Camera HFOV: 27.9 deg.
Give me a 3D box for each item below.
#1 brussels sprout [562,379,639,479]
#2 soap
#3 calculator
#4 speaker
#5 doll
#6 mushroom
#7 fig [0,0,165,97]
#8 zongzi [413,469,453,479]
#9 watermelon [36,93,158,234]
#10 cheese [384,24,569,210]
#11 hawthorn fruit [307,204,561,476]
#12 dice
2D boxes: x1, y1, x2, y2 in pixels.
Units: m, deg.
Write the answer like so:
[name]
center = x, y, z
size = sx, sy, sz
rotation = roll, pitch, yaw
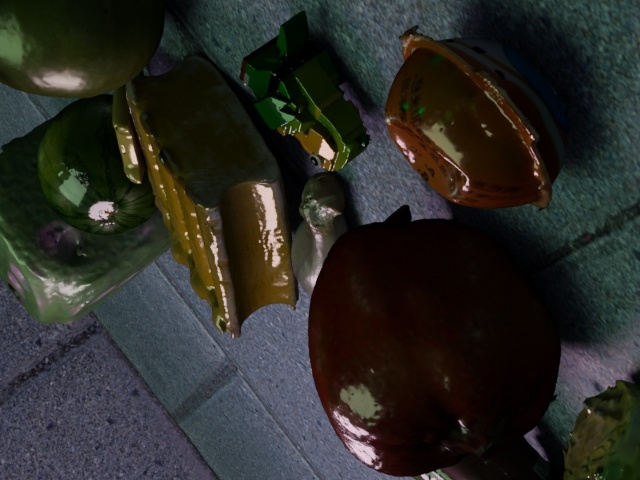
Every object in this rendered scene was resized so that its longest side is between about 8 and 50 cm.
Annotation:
[brussels sprout]
center = 0.341, 0.236, 1.400
size = 0.122, 0.151, 0.149
rotation = 28, 137, -14
[soap]
center = -0.160, -0.065, 1.922
size = 0.335, 0.156, 0.293
rotation = 82, 161, -53
[calculator]
center = -0.296, -0.209, 2.031
size = 0.236, 0.033, 0.157
rotation = -90, -5, -45
[speaker]
center = 0.229, 0.293, 1.647
size = 0.329, 0.198, 0.259
rotation = 46, -179, 4
[doll]
center = -0.013, -0.170, 1.543
size = 0.186, 0.106, 0.134
rotation = 57, 149, -10
[mushroom]
center = 0.000, 0.000, 1.814
size = 0.225, 0.093, 0.116
rotation = 84, 166, -63
[fig]
center = -0.365, -0.359, 1.781
size = 0.316, 0.316, 0.316
rotation = 45, 158, 23
[zongzi]
center = 0.176, 0.248, 1.850
size = 0.221, 0.112, 0.242
rotation = 26, 122, 34
[watermelon]
center = -0.367, -0.130, 2.204
size = 0.242, 0.242, 0.242
rotation = 45, 158, 23
[cheese]
center = 0.140, -0.110, 1.274
size = 0.217, 0.129, 0.329
rotation = 51, 172, -1
[hawthorn fruit]
center = 0.115, 0.119, 1.474
size = 0.311, 0.295, 0.295
rotation = 44, 158, 17
[dice]
center = -0.473, -0.041, 2.455
size = 0.318, 0.330, 0.322
rotation = 52, 159, 1
